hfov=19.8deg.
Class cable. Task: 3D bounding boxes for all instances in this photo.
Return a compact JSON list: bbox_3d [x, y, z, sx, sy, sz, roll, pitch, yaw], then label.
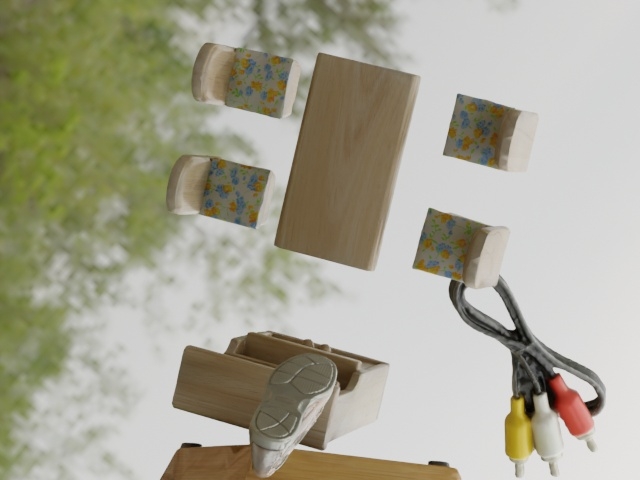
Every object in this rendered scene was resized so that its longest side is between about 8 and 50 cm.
[{"bbox_3d":[0.249,0.146,2.128,0.139,0.287,0.072,-21,-150,4],"label":"cable"}]

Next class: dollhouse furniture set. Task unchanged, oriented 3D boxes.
[{"bbox_3d":[0.000,0.000,1.977,0.256,0.362,0.394,-6,110,-74],"label":"dollhouse furniture set"}]

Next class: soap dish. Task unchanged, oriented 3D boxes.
[{"bbox_3d":[-0.009,0.279,1.909,0.229,0.290,0.118,-14,-111,60],"label":"soap dish"}]

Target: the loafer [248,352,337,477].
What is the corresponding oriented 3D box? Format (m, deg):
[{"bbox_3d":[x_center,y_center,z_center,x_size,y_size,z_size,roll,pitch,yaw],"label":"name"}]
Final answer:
[{"bbox_3d":[-0.024,0.123,1.308,0.125,0.045,0.039,-52,159,-59],"label":"loafer"}]
